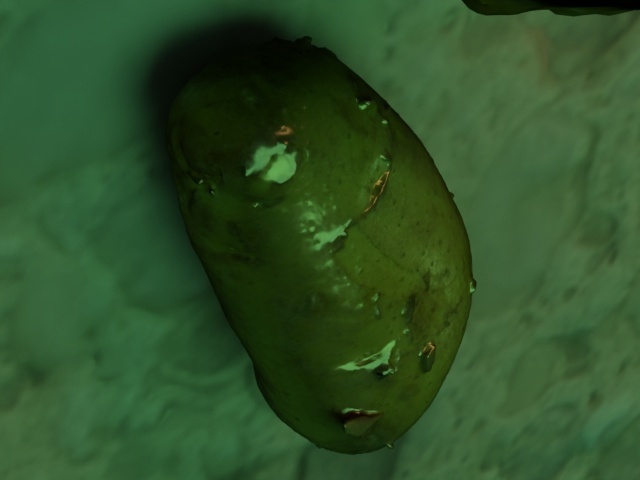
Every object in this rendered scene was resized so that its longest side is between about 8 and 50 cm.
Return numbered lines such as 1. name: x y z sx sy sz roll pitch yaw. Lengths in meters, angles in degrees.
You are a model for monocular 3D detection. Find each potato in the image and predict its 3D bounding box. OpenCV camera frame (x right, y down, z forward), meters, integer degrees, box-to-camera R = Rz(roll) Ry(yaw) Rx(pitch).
1. potato: 0.000 0.000 0.721 0.105 0.085 0.188 -53 138 -21

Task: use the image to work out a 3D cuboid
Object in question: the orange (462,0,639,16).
1. orange: 0.109 -0.240 0.511 0.271 0.210 0.369 3 119 -42
